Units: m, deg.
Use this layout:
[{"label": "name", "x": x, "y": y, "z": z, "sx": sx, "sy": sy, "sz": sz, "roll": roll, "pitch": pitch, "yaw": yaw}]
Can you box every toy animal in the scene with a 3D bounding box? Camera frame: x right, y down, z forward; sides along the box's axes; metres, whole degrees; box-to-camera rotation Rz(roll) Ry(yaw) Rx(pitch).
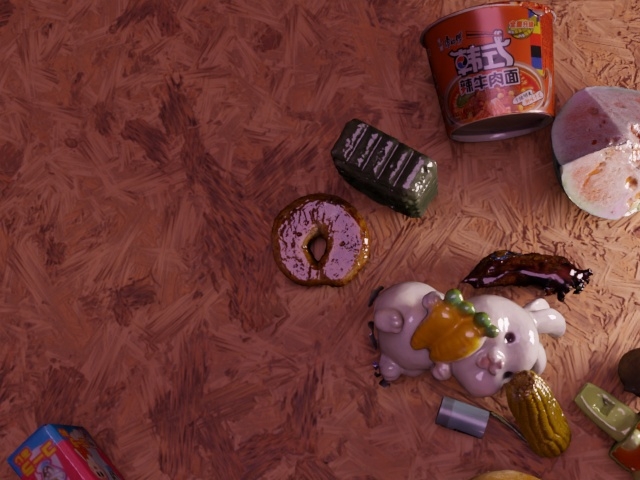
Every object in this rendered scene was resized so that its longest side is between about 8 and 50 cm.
[{"label": "toy animal", "x": 0.243, "y": 0.164, "z": 1.437, "sx": 0.310, "sy": 0.247, "sz": 0.182, "roll": 2, "pitch": 92, "yaw": 22}]

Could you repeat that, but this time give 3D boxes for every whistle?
[{"label": "whistle", "x": 0.549, "y": 0.341, "z": 1.411, "sx": 0.288, "sy": 0.106, "sz": 0.131, "roll": 40, "pitch": 76, "yaw": 14}]

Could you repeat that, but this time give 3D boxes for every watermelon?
[{"label": "watermelon", "x": 0.542, "y": -0.157, "z": 1.539, "sx": 0.322, "sy": 0.175, "sz": 0.188, "roll": 2, "pitch": 38, "yaw": -11}]

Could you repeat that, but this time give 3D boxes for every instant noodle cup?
[{"label": "instant noodle cup", "x": 0.317, "y": -0.296, "z": 1.551, "sx": 0.250, "sy": 0.250, "sz": 0.192, "roll": -8, "pitch": 82, "yaw": 4}]

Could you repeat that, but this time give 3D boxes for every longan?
[{"label": "longan", "x": 0.558, "y": 0.228, "z": 1.444, "sx": 0.113, "sy": 0.092, "sz": 0.113, "roll": -1, "pitch": 43, "yaw": 1}]

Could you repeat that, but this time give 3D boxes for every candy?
[{"label": "candy", "x": -0.383, "y": 0.457, "z": 1.457, "sx": 0.100, "sy": 0.157, "sz": 0.306, "roll": -43, "pitch": 75, "yaw": -5}]

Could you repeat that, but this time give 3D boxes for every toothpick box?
[{"label": "toothpick box", "x": 0.245, "y": 0.307, "z": 1.482, "sx": 0.083, "sy": 0.052, "sz": 0.052, "roll": 17, "pitch": 77, "yaw": 10}]

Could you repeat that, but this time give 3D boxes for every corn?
[{"label": "corn", "x": 0.354, "y": 0.281, "z": 1.393, "sx": 0.080, "sy": 0.231, "sz": 0.080, "roll": -17, "pitch": 46, "yaw": 18}]

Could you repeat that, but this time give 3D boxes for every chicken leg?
[{"label": "chicken leg", "x": 0.367, "y": 0.060, "z": 1.516, "sx": 0.234, "sy": 0.105, "sz": 0.063, "roll": 7, "pitch": 117, "yaw": 6}]

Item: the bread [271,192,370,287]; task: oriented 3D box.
[{"label": "bread", "x": 0.000, "y": 0.000, "z": 1.590, "sx": 0.193, "sy": 0.064, "sz": 0.193, "roll": -1, "pitch": 81, "yaw": 7}]

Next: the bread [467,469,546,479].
[{"label": "bread", "x": 0.297, "y": 0.519, "z": 1.344, "sx": 0.306, "sy": 0.159, "sz": 0.305, "roll": 1, "pitch": 83, "yaw": -12}]

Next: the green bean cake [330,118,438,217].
[{"label": "green bean cake", "x": 0.118, "y": -0.123, "z": 1.546, "sx": 0.183, "sy": 0.185, "sz": 0.094, "roll": 29, "pitch": 86, "yaw": 15}]

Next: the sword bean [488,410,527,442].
[{"label": "sword bean", "x": 0.329, "y": 0.324, "z": 1.490, "sx": 0.083, "sy": 0.012, "sz": 0.012, "roll": 38, "pitch": 82, "yaw": 16}]
